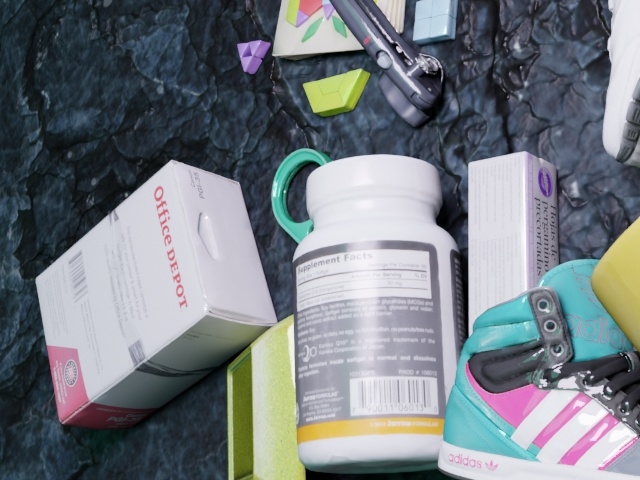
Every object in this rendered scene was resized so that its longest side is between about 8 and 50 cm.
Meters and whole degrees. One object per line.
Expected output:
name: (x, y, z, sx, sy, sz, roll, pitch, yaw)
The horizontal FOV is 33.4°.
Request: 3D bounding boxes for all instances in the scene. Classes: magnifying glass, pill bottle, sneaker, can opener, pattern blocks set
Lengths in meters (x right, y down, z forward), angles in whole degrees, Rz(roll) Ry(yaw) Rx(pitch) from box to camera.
magnifying glass: (0.000, 0.000, 1.165, 0.092, 0.026, 0.231, -36, 57, 30)
pill bottle: (0.055, 0.072, 1.000, 0.162, 0.162, 0.279, -16, 68, 39)
sneaker: (0.223, 0.104, 0.798, 0.295, 0.123, 0.179, 0, 85, 40)
can opener: (0.061, -0.204, 1.100, 0.073, 0.059, 0.186, -39, 82, 29)
sneaker: (0.299, -0.204, 0.908, 0.129, 0.111, 0.297, 14, 85, 60)
pattern blocks set: (0.021, -0.283, 1.220, 0.324, 0.026, 0.286, -15, 69, 39)

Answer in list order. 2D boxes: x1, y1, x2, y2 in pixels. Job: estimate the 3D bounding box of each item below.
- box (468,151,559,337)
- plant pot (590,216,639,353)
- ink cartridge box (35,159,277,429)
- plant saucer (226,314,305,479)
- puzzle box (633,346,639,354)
box: (0.174, 0.085, 0.953, 0.067, 0.063, 0.324, -11, 72, 39)
plant pot: (0.334, 0.045, 0.635, 0.254, 0.254, 0.239, -44, 68, 25)
ink cartridge box: (-0.201, 0.072, 1.267, 0.283, 0.117, 0.207, -36, 57, 31)
plant saucer: (-0.062, 0.184, 1.093, 0.188, 0.045, 0.188, 134, 137, -66)
puzzle box: (0.358, 0.103, 0.787, 0.272, 0.052, 0.409, 25, 96, 44)
